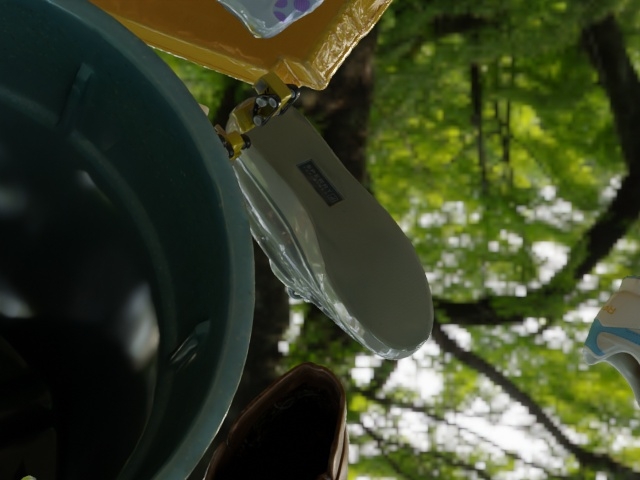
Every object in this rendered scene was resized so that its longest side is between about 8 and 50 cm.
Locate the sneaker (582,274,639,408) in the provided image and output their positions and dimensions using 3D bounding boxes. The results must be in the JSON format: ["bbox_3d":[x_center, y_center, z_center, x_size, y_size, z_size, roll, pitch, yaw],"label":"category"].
[{"bbox_3d":[0.341,0.134,1.152,0.228,0.092,0.087,38,168,9],"label":"sneaker"}]

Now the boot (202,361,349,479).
[{"bbox_3d":[-0.052,0.222,0.760,0.109,0.283,0.220,27,151,9],"label":"boot"}]

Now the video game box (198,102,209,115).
[{"bbox_3d":[-0.232,-0.095,1.255,0.205,0.048,0.187,20,143,-9],"label":"video game box"}]

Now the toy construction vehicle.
[{"bbox_3d":[-0.070,-0.073,0.862,0.086,0.035,0.098,-34,175,-38],"label":"toy construction vehicle"}]

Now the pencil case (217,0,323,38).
[{"bbox_3d":[-0.088,-0.232,0.688,0.273,0.113,0.124,41,-161,-19],"label":"pencil case"}]

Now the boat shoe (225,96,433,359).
[{"bbox_3d":[-0.001,0.000,0.935,0.079,0.227,0.081,-20,155,-34],"label":"boat shoe"}]

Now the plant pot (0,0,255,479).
[{"bbox_3d":[-0.242,0.073,0.712,0.341,0.341,0.334,-4,155,-22],"label":"plant pot"}]

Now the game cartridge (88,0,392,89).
[{"bbox_3d":[-0.019,-0.282,1.102,0.285,0.324,0.053,26,166,40],"label":"game cartridge"}]
